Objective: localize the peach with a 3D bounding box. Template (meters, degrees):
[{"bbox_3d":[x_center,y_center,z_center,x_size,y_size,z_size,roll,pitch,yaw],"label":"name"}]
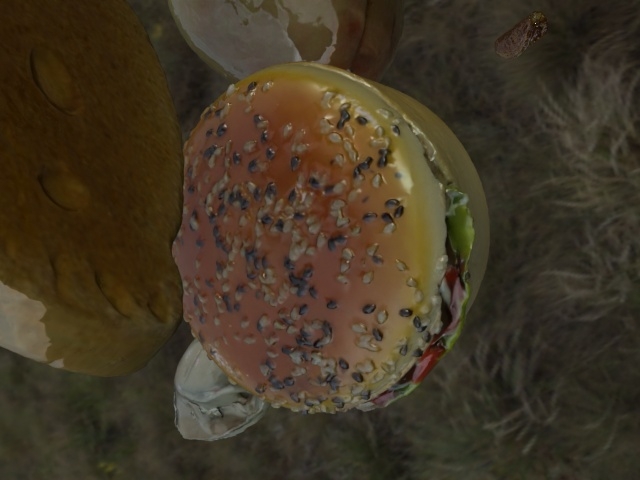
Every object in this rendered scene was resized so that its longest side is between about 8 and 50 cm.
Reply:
[{"bbox_3d":[-0.035,-0.272,1.203,0.247,0.292,0.292,-30,77,14],"label":"peach"}]

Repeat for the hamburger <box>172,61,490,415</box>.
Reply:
[{"bbox_3d":[0.000,0.000,0.880,0.300,0.176,0.300,9,106,32],"label":"hamburger"}]

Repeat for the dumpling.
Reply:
[{"bbox_3d":[-0.110,0.165,1.321,0.136,0.118,0.199,21,89,45],"label":"dumpling"}]

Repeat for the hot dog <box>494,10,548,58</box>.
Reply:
[{"bbox_3d":[0.259,-0.262,1.358,0.035,0.058,0.083,52,149,-3],"label":"hot dog"}]

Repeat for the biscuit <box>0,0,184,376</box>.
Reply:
[{"bbox_3d":[-0.187,-0.091,0.568,0.057,0.287,0.343,-35,43,21],"label":"biscuit"}]
